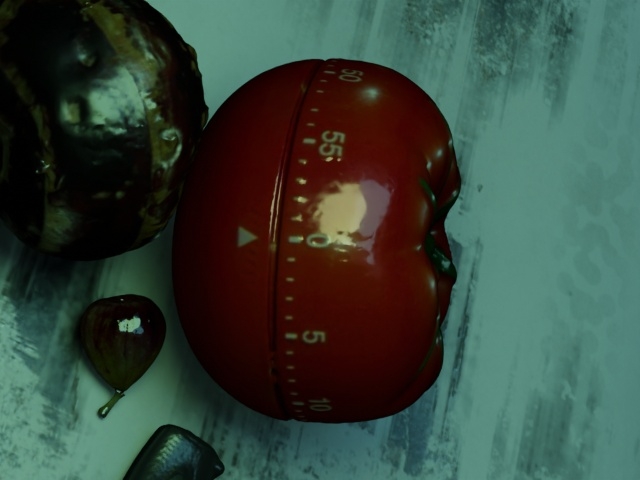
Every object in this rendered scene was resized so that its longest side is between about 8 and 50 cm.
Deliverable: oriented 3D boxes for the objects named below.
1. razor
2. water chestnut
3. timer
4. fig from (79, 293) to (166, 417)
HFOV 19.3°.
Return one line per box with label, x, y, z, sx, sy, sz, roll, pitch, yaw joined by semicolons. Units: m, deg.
razor;-0.162;0.263;1.919;0.090;0.054;0.148;40;54;-20
water chestnut;-0.226;-0.134;1.860;0.300;0.300;0.300;13;67;-33
timer;0.000;0.000;1.940;0.279;0.378;0.378;5;64;11
fig;-0.203;0.120;1.932;0.089;0.089;0.125;-4;101;-38
